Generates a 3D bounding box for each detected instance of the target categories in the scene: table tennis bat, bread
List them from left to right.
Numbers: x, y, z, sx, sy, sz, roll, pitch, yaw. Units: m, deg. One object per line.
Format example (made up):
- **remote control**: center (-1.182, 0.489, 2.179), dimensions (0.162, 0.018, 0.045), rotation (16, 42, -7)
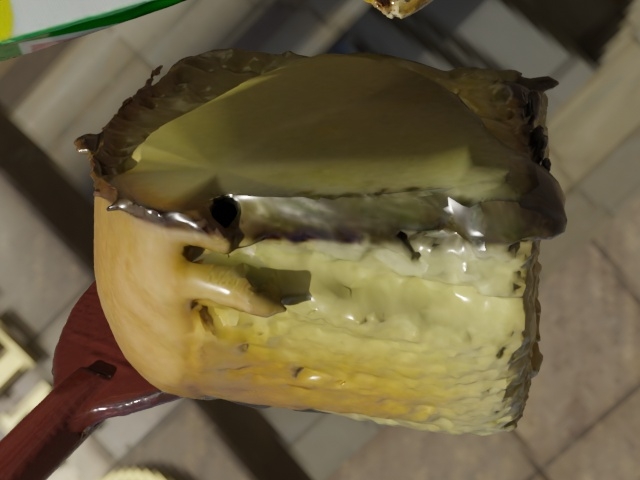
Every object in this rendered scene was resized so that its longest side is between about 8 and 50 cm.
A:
- **table tennis bat**: center (-0.146, 0.082, 1.765), dimensions (0.268, 0.414, 0.051), rotation (14, 141, 50)
- **bread**: center (0.000, 0.000, 0.853), dimensions (0.204, 0.163, 0.262), rotation (9, -164, 7)

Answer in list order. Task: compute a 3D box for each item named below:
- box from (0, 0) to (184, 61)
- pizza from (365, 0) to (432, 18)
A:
- **box**: center (-0.085, -0.153, 0.597), dimensions (0.103, 0.250, 0.180), rotation (-96, -14, -51)
- **pizza**: center (0.043, -0.269, 1.384), dimensions (0.199, 0.188, 0.062), rotation (31, 174, -14)
